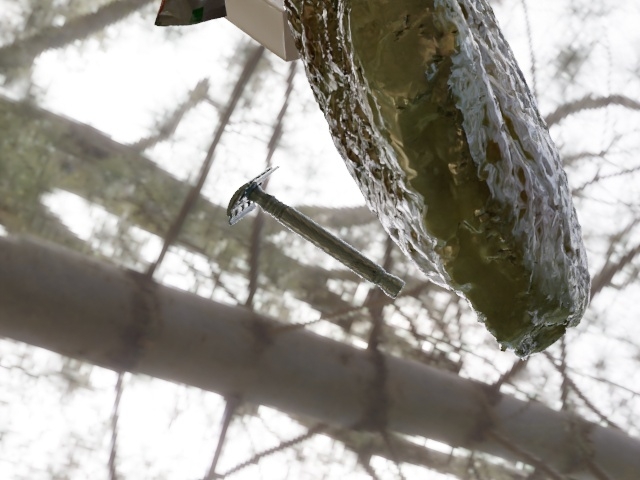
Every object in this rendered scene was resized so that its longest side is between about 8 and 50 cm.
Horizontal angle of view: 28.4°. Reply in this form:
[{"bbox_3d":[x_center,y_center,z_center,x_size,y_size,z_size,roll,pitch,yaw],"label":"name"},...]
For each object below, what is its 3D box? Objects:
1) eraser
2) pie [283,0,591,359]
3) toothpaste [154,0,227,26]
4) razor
[{"bbox_3d":[-0.086,-0.347,1.834,0.298,0.078,0.076,41,-37,50],"label":"eraser"},{"bbox_3d":[0.101,-0.088,1.078,0.180,0.395,0.418,-27,-158,9],"label":"pie"},{"bbox_3d":[-0.100,-0.324,1.088,0.075,0.048,0.301,-50,153,-53],"label":"toothpaste"},{"bbox_3d":[0.000,0.000,1.558,0.068,0.232,0.106,-57,175,21],"label":"razor"}]
